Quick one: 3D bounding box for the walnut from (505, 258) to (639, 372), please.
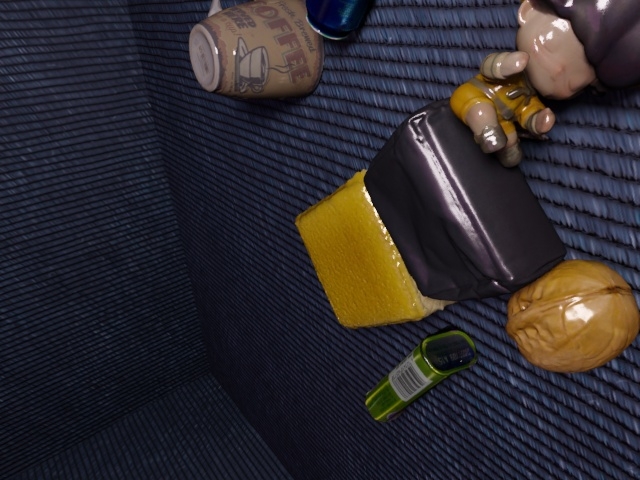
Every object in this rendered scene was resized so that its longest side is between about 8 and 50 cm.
[{"bbox_3d":[0.370,0.117,0.648,0.159,0.159,0.206,56,153,17],"label":"walnut"}]

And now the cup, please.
[{"bbox_3d":[-0.166,-0.468,0.977,0.227,0.257,0.301,-15,95,55],"label":"cup"}]

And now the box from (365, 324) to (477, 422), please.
[{"bbox_3d":[0.224,0.326,1.010,0.097,0.134,0.345,56,146,25],"label":"box"}]

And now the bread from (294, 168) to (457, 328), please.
[{"bbox_3d":[0.110,0.027,0.983,0.323,0.143,0.333,-23,90,57],"label":"bread"}]

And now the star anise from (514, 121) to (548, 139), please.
[{"bbox_3d":[0.295,-0.186,0.652,0.124,0.056,0.129,96,153,-42],"label":"star anise"}]

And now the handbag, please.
[{"bbox_3d":[0.228,-0.057,0.728,0.302,0.178,0.275,62,165,5],"label":"handbag"}]

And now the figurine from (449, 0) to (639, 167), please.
[{"bbox_3d":[0.279,-0.223,0.512,0.257,0.192,0.167,-34,44,27],"label":"figurine"}]

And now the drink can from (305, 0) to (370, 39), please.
[{"bbox_3d":[0.049,-0.481,0.778,0.118,0.118,0.205,57,145,15],"label":"drink can"}]
